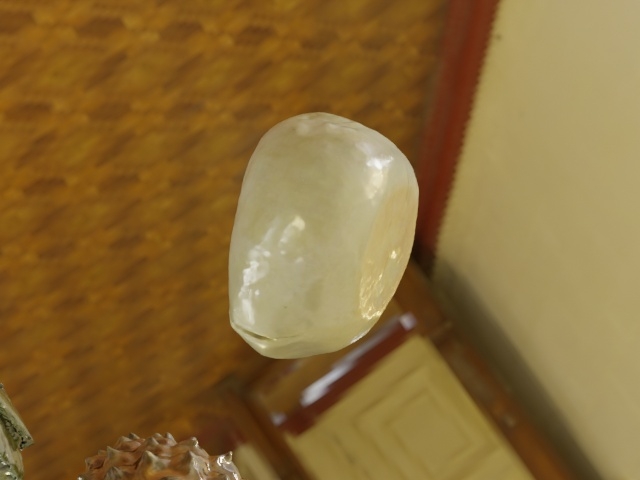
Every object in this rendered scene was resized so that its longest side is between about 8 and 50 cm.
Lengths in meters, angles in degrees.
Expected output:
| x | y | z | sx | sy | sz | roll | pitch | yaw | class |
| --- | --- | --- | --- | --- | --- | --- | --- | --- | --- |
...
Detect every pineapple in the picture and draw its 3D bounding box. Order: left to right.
| x | y | z | sx | sy | sz | roll | pitch | yaw | class |
| --- | --- | --- | --- | --- | --- | --- | --- | --- | --- |
| -0.122 | 0.220 | 1.399 | 0.166 | 0.166 | 0.193 | -26 | -164 | -24 | pineapple |

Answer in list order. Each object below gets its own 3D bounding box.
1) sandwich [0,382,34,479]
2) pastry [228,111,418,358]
| x | y | z | sx | sy | sz | roll | pitch | yaw | class |
| --- | --- | --- | --- | --- | --- | --- | --- | --- | --- |
| -0.297 | 0.121 | 1.183 | 0.159 | 0.079 | 0.235 | -38 | 138 | 4 | sandwich |
| 0.000 | 0.000 | 1.148 | 0.156 | 0.092 | 0.156 | -46 | 144 | -49 | pastry |
